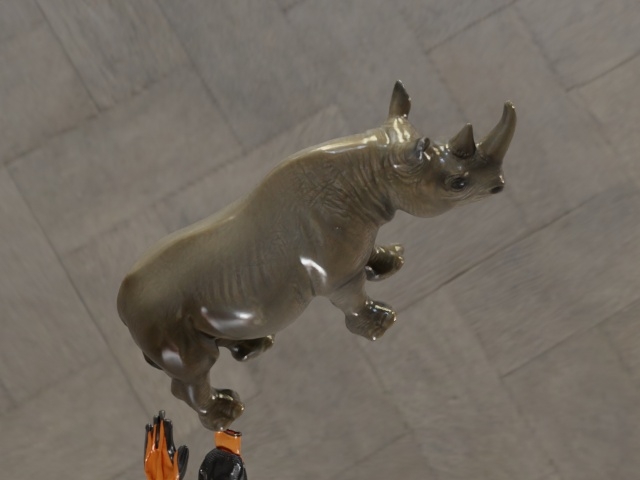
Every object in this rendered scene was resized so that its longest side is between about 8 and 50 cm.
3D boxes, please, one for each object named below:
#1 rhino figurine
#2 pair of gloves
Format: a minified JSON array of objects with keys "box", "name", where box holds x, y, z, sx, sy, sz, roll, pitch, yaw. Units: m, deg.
[{"box":[0.000,0.000,0.822,0.243,0.073,0.106,-34,126,18],"name":"rhino figurine"},{"box":[-0.085,0.154,1.076,0.083,0.010,0.074,9,108,28],"name":"pair of gloves"}]
